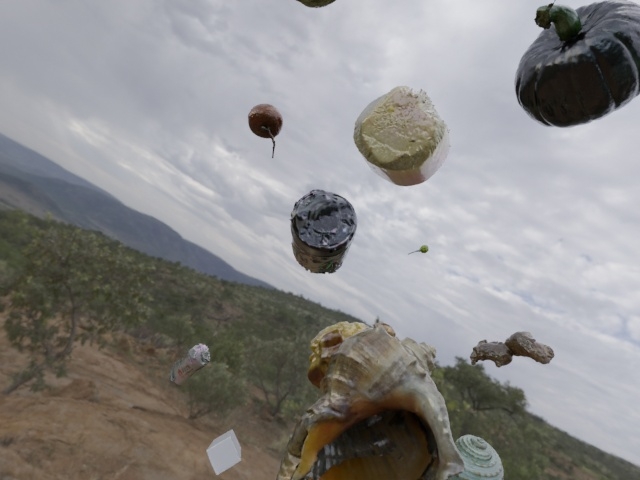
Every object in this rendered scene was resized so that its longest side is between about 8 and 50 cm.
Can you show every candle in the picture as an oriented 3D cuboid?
[{"bbox_3d":[0.000,0.000,1.219,0.187,0.187,0.330,28,-22,7],"label":"candle"}]

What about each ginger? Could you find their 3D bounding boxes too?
[{"bbox_3d":[0.617,0.360,1.341,0.084,0.122,0.290,53,-33,-5],"label":"ginger"}]

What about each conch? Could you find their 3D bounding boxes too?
[{"bbox_3d":[0.102,0.334,0.712,0.210,0.352,0.297,35,3,-42],"label":"conch"},{"bbox_3d":[0.411,0.622,1.073,0.131,0.200,0.172,-5,2,24],"label":"conch"}]

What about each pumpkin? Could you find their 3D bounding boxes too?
[{"bbox_3d":[0.489,-0.357,0.781,0.248,0.248,0.248,28,-11,6],"label":"pumpkin"}]

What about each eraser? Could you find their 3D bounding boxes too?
[{"bbox_3d":[-0.306,0.674,1.317,0.076,0.078,0.298,60,-19,13],"label":"eraser"}]

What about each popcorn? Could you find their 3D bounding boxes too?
[{"bbox_3d":[0.100,0.347,1.183,0.264,0.225,0.332,17,28,26],"label":"popcorn"}]

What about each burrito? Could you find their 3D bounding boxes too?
[{"bbox_3d":[-0.345,0.327,1.082,0.064,0.064,0.203,33,-47,-17],"label":"burrito"}]

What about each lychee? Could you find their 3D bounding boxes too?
[{"bbox_3d":[-0.156,-0.344,1.206,0.140,0.101,0.114,46,-12,30],"label":"lychee"}]

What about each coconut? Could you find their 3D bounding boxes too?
[{"bbox_3d":[0.272,-0.334,1.343,0.297,0.298,0.309,26,5,17],"label":"coconut"}]

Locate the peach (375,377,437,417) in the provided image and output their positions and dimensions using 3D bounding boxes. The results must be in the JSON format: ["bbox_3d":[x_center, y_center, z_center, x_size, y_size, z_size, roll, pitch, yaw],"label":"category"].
[{"bbox_3d":[0.255,0.496,1.284,0.231,0.231,0.231,28,-11,6],"label":"peach"}]

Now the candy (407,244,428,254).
[{"bbox_3d":[0.410,0.044,1.719,0.122,0.035,0.035,-12,-10,-34],"label":"candy"}]

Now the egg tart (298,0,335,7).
[{"bbox_3d":[-0.014,-0.671,0.986,0.197,0.078,0.197,-2,-39,-1],"label":"egg tart"}]
